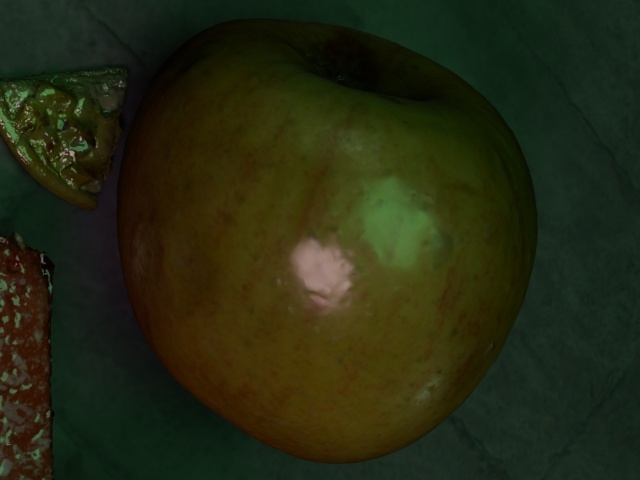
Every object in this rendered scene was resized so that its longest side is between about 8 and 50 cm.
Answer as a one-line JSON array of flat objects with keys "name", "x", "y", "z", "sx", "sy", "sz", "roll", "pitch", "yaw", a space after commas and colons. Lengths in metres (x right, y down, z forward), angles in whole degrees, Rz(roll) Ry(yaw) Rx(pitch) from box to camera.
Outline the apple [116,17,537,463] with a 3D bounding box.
[{"name": "apple", "x": 0.000, "y": 0.000, "z": 1.138, "sx": 0.299, "sy": 0.299, "sz": 0.275, "roll": 4, "pitch": 122, "yaw": -33}]

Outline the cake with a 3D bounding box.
[{"name": "cake", "x": -0.211, "y": 0.092, "z": 1.123, "sx": 0.116, "sy": 0.086, "sz": 0.220, "roll": -36, "pitch": 112, "yaw": -21}]

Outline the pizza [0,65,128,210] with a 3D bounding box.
[{"name": "pizza", "x": -0.174, "y": -0.091, "z": 1.161, "sx": 0.108, "sy": 0.026, "sz": 0.123, "roll": -49, "pitch": 117, "yaw": -20}]
